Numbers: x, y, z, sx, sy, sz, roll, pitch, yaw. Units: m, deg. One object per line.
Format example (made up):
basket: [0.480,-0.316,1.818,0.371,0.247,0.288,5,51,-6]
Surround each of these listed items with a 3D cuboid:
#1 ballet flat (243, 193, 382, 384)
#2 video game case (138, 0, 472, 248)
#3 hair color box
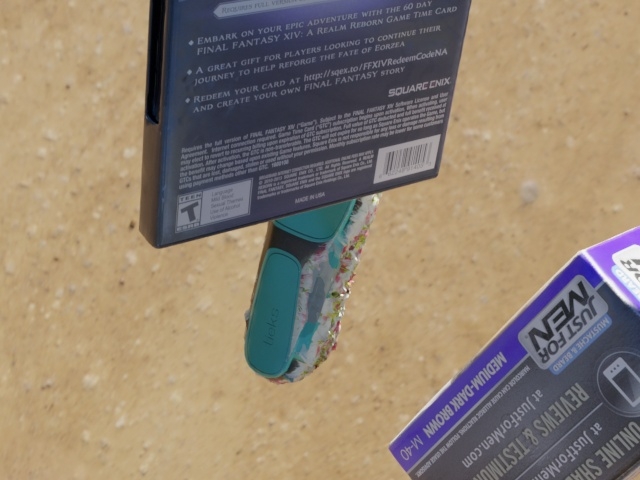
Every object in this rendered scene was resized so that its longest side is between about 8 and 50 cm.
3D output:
ballet flat: [0.000,0.000,0.985,0.091,0.241,0.077,31,23,28]
video game case: [0.003,-0.135,0.652,0.196,0.274,0.026,-15,38,-32]
hair color box: [0.214,0.067,0.797,0.110,0.185,0.339,50,35,16]
